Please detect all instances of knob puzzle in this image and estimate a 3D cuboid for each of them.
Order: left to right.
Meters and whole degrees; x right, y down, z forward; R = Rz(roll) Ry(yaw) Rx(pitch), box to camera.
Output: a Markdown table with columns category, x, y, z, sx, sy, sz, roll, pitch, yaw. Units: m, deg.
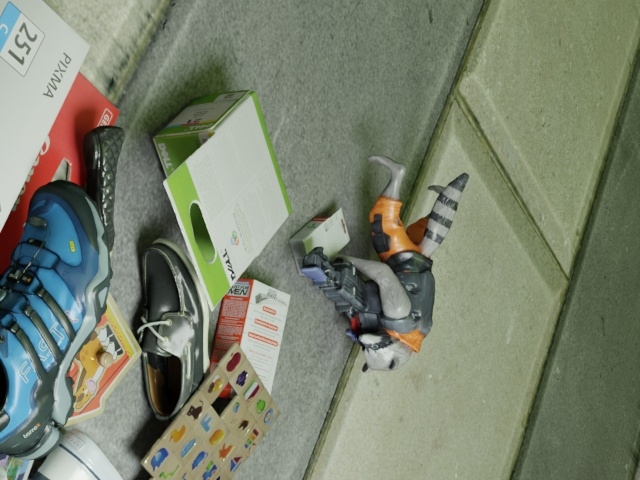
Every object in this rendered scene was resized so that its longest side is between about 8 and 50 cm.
| category | x | y | z | sx | sy | sz | roll | pitch | yaw |
| --- | --- | --- | --- | --- | --- | --- | --- | --- | --- |
| knob puzzle | -0.290 | 0.131 | 1.394 | 0.213 | 0.030 | 0.213 | -2 | 93 | -56 |

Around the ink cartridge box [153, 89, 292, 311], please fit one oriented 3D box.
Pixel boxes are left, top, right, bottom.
| category | x | y | z | sx | sy | sz | roll | pitch | yaw |
| --- | --- | --- | --- | --- | --- | --- | --- | --- | --- |
| ink cartridge box | -0.147 | -0.054 | 1.531 | 0.255 | 0.097 | 0.188 | -54 | 134 | -52 |

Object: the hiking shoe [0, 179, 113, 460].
| category | x | y | z | sx | sy | sz | roll | pitch | yaw |
| --- | --- | --- | --- | --- | --- | --- | --- | --- | --- |
| hiking shoe | -0.306 | 0.080 | 1.259 | 0.132 | 0.113 | 0.304 | 19 | 79 | -59 |

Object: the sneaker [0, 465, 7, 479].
| category | x | y | z | sx | sy | sz | roll | pitch | yaw |
| --- | --- | --- | --- | --- | --- | --- | --- | --- | --- |
| sneaker | -0.403 | 0.328 | 1.232 | 0.235 | 0.090 | 0.095 | -52 | 152 | -21 |

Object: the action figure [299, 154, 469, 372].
| category | x | y | z | sx | sy | sz | roll | pitch | yaw |
| --- | --- | --- | --- | --- | --- | --- | --- | --- | --- |
| action figure | 0.111 | 0.041 | 1.845 | 0.341 | 0.179 | 0.330 | 28 | 69 | -63 |

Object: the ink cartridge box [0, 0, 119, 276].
| category | x | y | z | sx | sy | sz | roll | pitch | yaw |
| --- | --- | --- | --- | --- | --- | --- | --- | --- | --- |
| ink cartridge box | -0.334 | -0.100 | 1.323 | 0.261 | 0.066 | 0.296 | 45 | 56 | -45 |

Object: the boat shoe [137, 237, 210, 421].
| category | x | y | z | sx | sy | sz | roll | pitch | yaw |
| --- | --- | --- | --- | --- | --- | --- | --- | --- | --- |
| boat shoe | -0.192 | 0.114 | 1.524 | 0.079 | 0.084 | 0.233 | -25 | 116 | -52 |

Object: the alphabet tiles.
| category | x | y | z | sx | sy | sz | roll | pitch | yaw |
| --- | --- | --- | --- | --- | --- | --- | --- | --- | --- |
| alphabet tiles | -0.151 | 0.275 | 1.591 | 0.237 | 0.009 | 0.198 | -52 | 146 | -21 |

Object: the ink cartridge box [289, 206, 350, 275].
| category | x | y | z | sx | sy | sz | roll | pitch | yaw |
| --- | --- | --- | --- | --- | --- | --- | --- | --- | --- |
| ink cartridge box | 0.000 | 0.000 | 1.842 | 0.115 | 0.029 | 0.062 | -43 | 126 | -47 |

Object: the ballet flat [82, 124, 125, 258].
| category | x | y | z | sx | sy | sz | roll | pitch | yaw |
| --- | --- | --- | --- | --- | --- | --- | --- | --- | --- |
| ballet flat | -0.253 | -0.052 | 1.426 | 0.049 | 0.057 | 0.173 | -12 | 117 | -36 |

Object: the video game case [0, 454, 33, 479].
| category | x | y | z | sx | sy | sz | roll | pitch | yaw |
| --- | --- | --- | --- | --- | --- | --- | --- | --- | --- |
| video game case | -0.376 | 0.196 | 1.319 | 0.183 | 0.023 | 0.201 | 42 | 58 | -48 |

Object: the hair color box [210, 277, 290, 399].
| category | x | y | z | sx | sy | sz | roll | pitch | yaw |
| --- | --- | --- | --- | --- | --- | --- | --- | --- | --- |
| hair color box | -0.102 | 0.144 | 1.684 | 0.093 | 0.053 | 0.167 | 27 | 71 | -53 |

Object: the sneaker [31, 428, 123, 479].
| category | x | y | z | sx | sy | sz | roll | pitch | yaw |
| --- | --- | --- | --- | --- | --- | --- | --- | --- | --- |
| sneaker | -0.264 | 0.338 | 1.449 | 0.091 | 0.094 | 0.258 | -43 | 124 | -22 |
